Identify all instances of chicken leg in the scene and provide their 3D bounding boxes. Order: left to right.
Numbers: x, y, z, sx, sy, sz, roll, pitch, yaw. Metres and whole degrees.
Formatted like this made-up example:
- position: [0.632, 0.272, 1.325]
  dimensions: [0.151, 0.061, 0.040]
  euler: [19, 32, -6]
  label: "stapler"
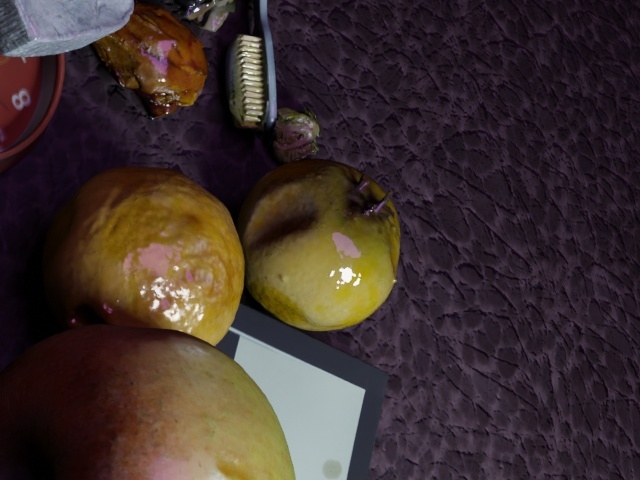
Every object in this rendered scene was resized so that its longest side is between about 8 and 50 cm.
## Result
- position: [-0.253, -0.261, 1.780]
  dimensions: [0.304, 0.093, 0.113]
  euler: [39, 63, -20]
  label: "chicken leg"

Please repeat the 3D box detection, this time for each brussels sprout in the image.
- position: [-0.027, -0.137, 1.962]
  dimensions: [0.085, 0.058, 0.085]
  euler: [34, 49, -51]
  label: "brussels sprout"

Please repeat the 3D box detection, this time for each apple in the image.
- position: [-0.186, 0.253, 1.469]
  dimensions: [0.305, 0.338, 0.339]
  euler: [28, 54, -52]
  label: "apple"

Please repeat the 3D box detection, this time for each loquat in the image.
- position: [-0.186, 0.031, 1.638]
  dimensions: [0.238, 0.193, 0.238]
  euler: [33, 35, -27]
  label: "loquat"
- position: [-0.002, 0.003, 1.819]
  dimensions: [0.213, 0.213, 0.213]
  euler: [18, 61, -38]
  label: "loquat"

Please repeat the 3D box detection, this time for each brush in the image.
- position: [-0.093, -0.256, 1.951]
  dimensions: [0.060, 0.068, 0.297]
  euler: [6, 63, -19]
  label: "brush"

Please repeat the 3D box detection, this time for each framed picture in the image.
- position: [-0.051, 0.269, 1.763]
  dimensions: [0.265, 0.016, 0.347]
  euler: [27, 65, -34]
  label: "framed picture"

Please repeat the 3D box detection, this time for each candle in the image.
- position: [-0.297, -0.268, 1.644]
  dimensions: [0.192, 0.068, 0.169]
  euler: [37, 53, -31]
  label: "candle"

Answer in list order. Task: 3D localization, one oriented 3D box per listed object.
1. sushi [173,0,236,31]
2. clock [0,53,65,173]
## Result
- position: [-0.142, -0.394, 1.859]
  dimensions: [0.225, 0.218, 0.238]
  euler: [47, 72, -8]
  label: "sushi"
- position: [-0.405, -0.213, 1.613]
  dimensions: [0.318, 0.080, 0.319]
  euler: [19, 64, -45]
  label: "clock"
